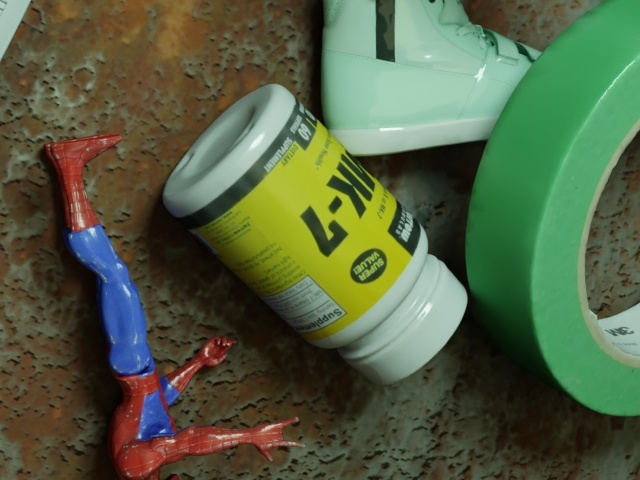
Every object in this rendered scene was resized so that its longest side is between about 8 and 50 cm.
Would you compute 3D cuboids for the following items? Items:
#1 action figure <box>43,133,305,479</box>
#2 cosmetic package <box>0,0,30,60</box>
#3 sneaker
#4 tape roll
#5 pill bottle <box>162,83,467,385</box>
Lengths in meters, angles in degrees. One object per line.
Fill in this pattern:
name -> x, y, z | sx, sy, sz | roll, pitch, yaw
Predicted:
action figure -> -0.099, 0.061, 1.070 | 0.139, 0.091, 0.281 | -10, 97, -12
cosmetic package -> -0.307, -0.155, 0.952 | 0.224, 0.138, 0.224 | 27, 84, -22
sneaker -> 0.121, -0.154, 1.138 | 0.255, 0.094, 0.151 | -10, 104, -18
tape roll -> 0.255, -0.028, 1.151 | 0.321, 0.077, 0.321 | -17, 120, -31
pill bottle -> 0.000, 0.000, 1.092 | 0.208, 0.119, 0.119 | 44, 78, -19
